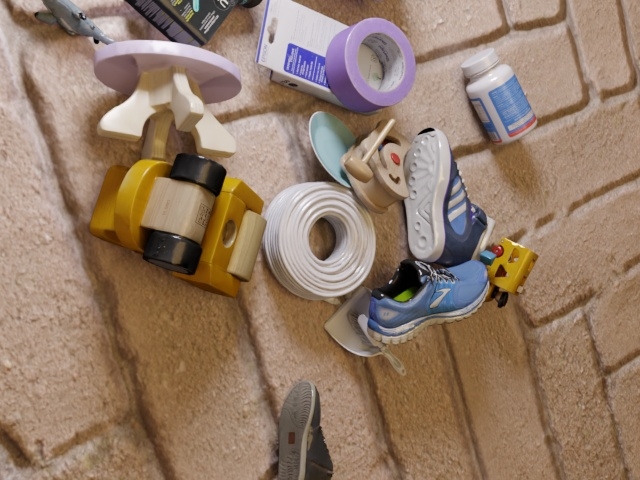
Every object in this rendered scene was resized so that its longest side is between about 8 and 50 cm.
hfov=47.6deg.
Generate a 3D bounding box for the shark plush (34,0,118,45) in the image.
[{"bbox_3d":[-0.441,-0.393,1.303,0.161,0.067,0.073,47,66,-22],"label":"shark plush"}]

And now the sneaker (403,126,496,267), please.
[{"bbox_3d":[0.321,-0.094,1.746,0.236,0.130,0.323,6,82,-40],"label":"sneaker"}]

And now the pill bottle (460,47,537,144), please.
[{"bbox_3d":[0.443,-0.362,1.819,0.124,0.124,0.221,-41,110,-26],"label":"pill bottle"}]

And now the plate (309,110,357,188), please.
[{"bbox_3d":[0.033,-0.194,1.584,0.188,0.024,0.188,32,44,-36],"label":"plate"}]

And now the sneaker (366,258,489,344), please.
[{"bbox_3d":[0.245,0.107,1.603,0.330,0.129,0.147,-22,121,-29],"label":"sneaker"}]

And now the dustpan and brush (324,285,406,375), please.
[{"bbox_3d":[0.122,0.225,1.640,0.147,0.060,0.211,-44,110,-25],"label":"dustpan and brush"}]

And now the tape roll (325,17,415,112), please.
[{"bbox_3d":[0.109,-0.376,1.567,0.189,0.080,0.189,1,88,-32],"label":"tape roll"}]

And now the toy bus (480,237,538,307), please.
[{"bbox_3d":[0.454,0.097,1.782,0.191,0.104,0.202,-39,143,-35],"label":"toy bus"}]

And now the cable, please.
[{"bbox_3d":[0.000,0.000,1.554,0.257,0.089,0.257,14,81,-31],"label":"cable"}]

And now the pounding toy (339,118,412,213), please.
[{"bbox_3d":[0.150,-0.167,1.556,0.154,0.155,0.269,50,35,-10],"label":"pounding toy"}]

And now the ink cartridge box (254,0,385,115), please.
[{"bbox_3d":[0.001,-0.399,1.582,0.332,0.065,0.165,16,81,-32],"label":"ink cartridge box"}]

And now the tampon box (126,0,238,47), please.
[{"bbox_3d":[-0.267,-0.462,1.394,0.161,0.101,0.120,41,69,-25],"label":"tampon box"}]

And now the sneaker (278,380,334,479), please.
[{"bbox_3d":[-0.024,0.415,1.547,0.118,0.083,0.222,26,67,-48],"label":"sneaker"}]

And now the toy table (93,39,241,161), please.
[{"bbox_3d":[-0.270,-0.245,1.319,0.274,0.252,0.161,1,72,-21],"label":"toy table"}]

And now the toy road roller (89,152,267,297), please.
[{"bbox_3d":[-0.268,-0.036,1.356,0.329,0.240,0.203,41,62,-65],"label":"toy road roller"}]

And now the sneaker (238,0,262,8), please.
[{"bbox_3d":[-0.176,-0.603,1.445,0.106,0.101,0.267,-16,97,-48],"label":"sneaker"}]
